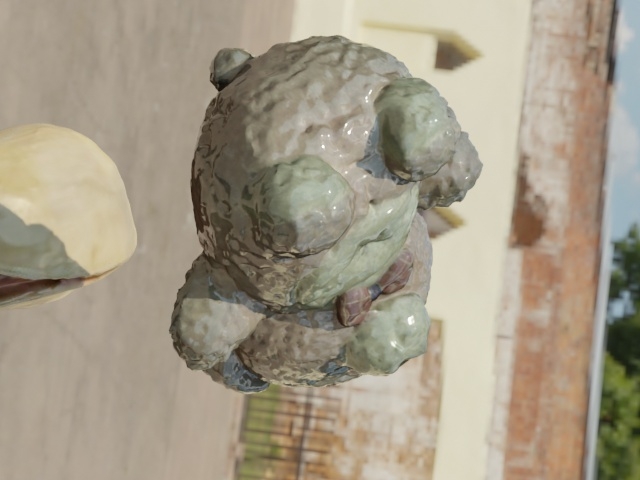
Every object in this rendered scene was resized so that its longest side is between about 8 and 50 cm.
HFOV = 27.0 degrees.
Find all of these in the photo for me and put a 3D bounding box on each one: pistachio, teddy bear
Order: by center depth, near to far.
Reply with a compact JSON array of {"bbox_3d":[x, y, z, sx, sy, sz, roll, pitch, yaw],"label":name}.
[{"bbox_3d":[-0.001,-0.001,0.840,0.151,0.236,0.267,41,-28,36],"label":"teddy bear"},{"bbox_3d":[-0.245,-0.008,1.054,0.229,0.157,0.157,-25,126,-58],"label":"pistachio"}]
